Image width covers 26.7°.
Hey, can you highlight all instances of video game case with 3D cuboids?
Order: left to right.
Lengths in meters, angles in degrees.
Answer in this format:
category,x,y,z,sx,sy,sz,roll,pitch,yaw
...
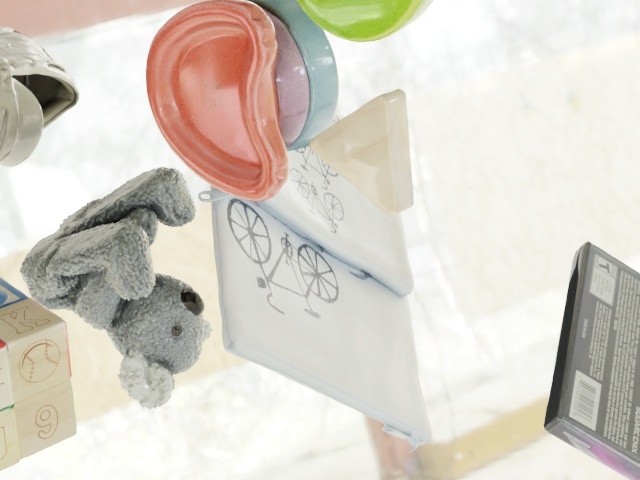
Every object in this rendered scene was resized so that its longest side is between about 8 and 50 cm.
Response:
category,x,y,z,sx,sy,sz,roll,pitch,yaw
video game case,0.308,0.138,1.080,0.026,0.274,0.196,-49,-165,43

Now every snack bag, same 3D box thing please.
category,x,y,z,sx,sy,sz,roll,pitch,yaw
snack bag,0.000,0.000,1.266,0.037,0.343,0.323,-24,145,27

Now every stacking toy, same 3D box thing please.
category,x,y,z,sx,sy,sz,roll,pitch,yaw
stacking toy,0.001,-0.182,0.982,0.279,0.309,0.130,23,-146,36

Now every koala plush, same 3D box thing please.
category,x,y,z,sx,sy,sz,roll,pitch,yaw
koala plush,-0.212,0.068,1.561,0.203,0.221,0.196,-22,-156,26

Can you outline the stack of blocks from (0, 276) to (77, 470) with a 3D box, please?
category,x,y,z,sx,sy,sz,roll,pitch,yaw
stack of blocks,-0.322,0.105,0.822,0.297,0.087,0.171,-22,-146,-37

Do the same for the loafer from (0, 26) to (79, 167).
category,x,y,z,sx,sy,sz,roll,pitch,yaw
loafer,-0.291,-0.113,1.151,0.111,0.112,0.319,25,-157,-1
